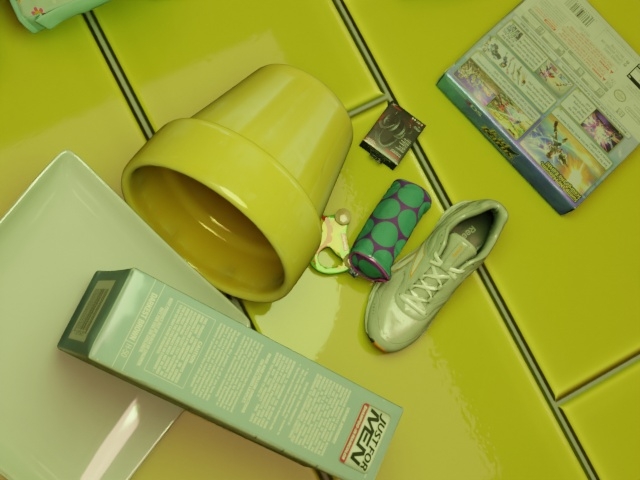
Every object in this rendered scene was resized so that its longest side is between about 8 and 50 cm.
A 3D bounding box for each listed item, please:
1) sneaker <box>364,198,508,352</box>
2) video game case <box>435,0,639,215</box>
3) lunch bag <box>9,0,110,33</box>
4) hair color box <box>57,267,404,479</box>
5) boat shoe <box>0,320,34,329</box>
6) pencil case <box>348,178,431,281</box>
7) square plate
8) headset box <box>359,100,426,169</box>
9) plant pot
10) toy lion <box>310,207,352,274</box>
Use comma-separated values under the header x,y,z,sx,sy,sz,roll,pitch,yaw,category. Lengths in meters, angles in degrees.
x,y,z,sx,sy,sz,roll,pitch,yaw,category
0.156,0.038,1.320,0.099,0.121,0.262,38,77,0,sneaker
0.346,-0.215,1.423,0.244,0.061,0.269,-43,89,-14,video game case
-0.308,-0.417,1.267,0.223,0.160,0.262,-14,78,25,lunch bag
-0.108,0.166,1.174,0.374,0.185,0.113,31,76,-21,hair color box
-0.477,0.110,1.231,0.277,0.098,0.096,10,106,-15,boat shoe
0.095,-0.012,1.329,0.070,0.064,0.151,54,53,-32,pencil case
-0.309,0.126,1.212,0.344,0.049,0.347,46,70,-22,square plate
0.100,-0.146,1.387,0.062,0.032,0.083,37,76,-2,headset box
-0.085,-0.089,1.255,0.254,0.254,0.239,36,61,-2,plant pot
0.000,0.000,1.350,0.096,0.034,0.100,-12,83,-4,toy lion
